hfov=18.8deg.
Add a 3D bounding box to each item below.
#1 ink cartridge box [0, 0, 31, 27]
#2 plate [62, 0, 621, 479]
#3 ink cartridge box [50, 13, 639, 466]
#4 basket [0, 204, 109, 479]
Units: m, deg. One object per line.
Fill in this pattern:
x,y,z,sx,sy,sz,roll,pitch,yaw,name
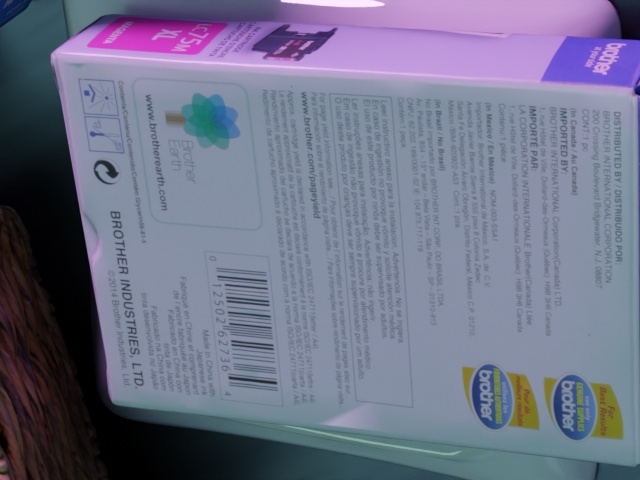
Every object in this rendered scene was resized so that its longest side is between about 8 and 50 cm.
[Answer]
-0.153,-0.211,0.857,0.134,0.078,0.231,38,125,1,ink cartridge box
0.000,0.000,0.938,0.277,0.045,0.278,9,121,18,plate
0.043,0.000,0.856,0.311,0.065,0.185,6,120,21,ink cartridge box
-0.229,0.147,0.976,0.223,0.213,0.299,-16,95,5,basket
